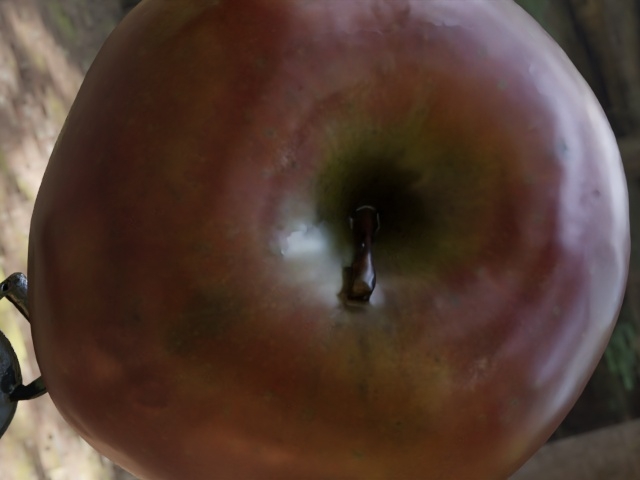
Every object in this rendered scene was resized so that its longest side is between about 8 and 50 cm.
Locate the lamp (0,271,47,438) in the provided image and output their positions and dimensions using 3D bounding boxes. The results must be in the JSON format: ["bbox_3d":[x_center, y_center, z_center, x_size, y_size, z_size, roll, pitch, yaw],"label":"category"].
[{"bbox_3d":[-0.278,0.086,1.076,0.227,0.172,0.147,14,-36,51],"label":"lamp"}]

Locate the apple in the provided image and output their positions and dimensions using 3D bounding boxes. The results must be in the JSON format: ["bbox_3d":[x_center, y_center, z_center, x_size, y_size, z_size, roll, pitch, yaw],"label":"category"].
[{"bbox_3d":[0.000,0.000,0.646,0.230,0.230,0.230,-16,90,-85],"label":"apple"}]
